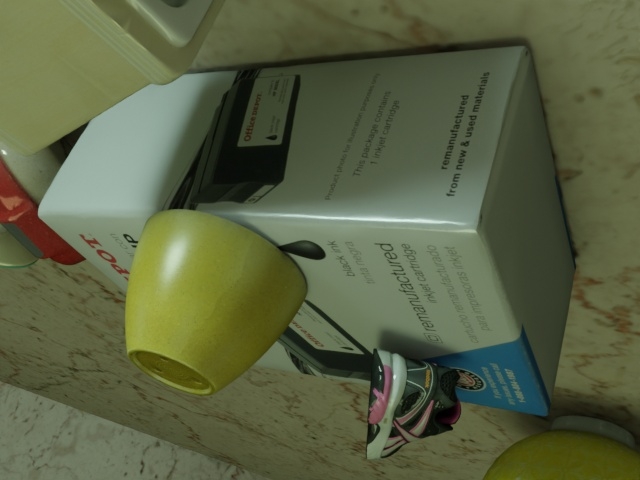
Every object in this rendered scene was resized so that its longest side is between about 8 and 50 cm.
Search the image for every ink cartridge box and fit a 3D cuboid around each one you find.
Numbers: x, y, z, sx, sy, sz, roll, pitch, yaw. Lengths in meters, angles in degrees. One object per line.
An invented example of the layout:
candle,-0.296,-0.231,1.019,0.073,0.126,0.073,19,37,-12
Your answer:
ink cartridge box,0.000,0.000,0.635,0.394,0.166,0.285,3,147,30

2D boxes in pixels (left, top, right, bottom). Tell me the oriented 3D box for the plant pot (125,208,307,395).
plant pot,-0.088,0.056,0.516,0.134,0.095,0.134,16,149,10

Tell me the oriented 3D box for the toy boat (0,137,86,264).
toy boat,-0.320,-0.051,0.704,0.231,0.151,0.151,50,173,47

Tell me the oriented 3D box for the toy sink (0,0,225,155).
toy sink,-0.133,-0.168,0.414,0.234,0.153,0.131,-17,135,40

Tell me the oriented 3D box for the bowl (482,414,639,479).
bowl,0.375,0.343,0.997,0.289,0.156,0.289,16,151,9

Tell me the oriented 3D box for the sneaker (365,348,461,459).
sneaker,0.078,0.148,0.597,0.077,0.072,0.178,5,156,5

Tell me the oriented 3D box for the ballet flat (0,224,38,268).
ballet flat,-0.532,-0.029,1.045,0.248,0.086,0.086,17,152,10
